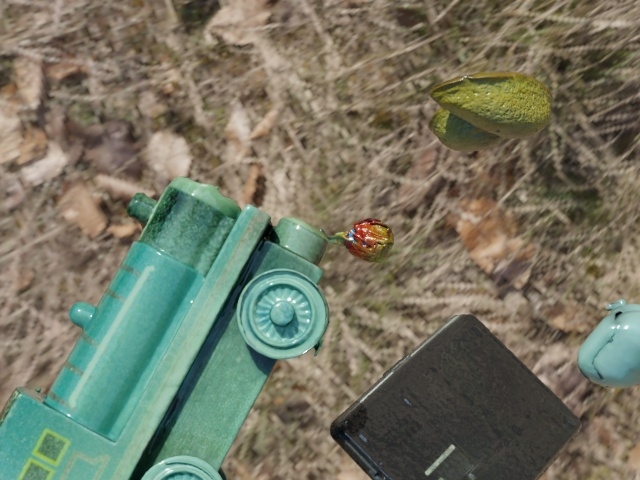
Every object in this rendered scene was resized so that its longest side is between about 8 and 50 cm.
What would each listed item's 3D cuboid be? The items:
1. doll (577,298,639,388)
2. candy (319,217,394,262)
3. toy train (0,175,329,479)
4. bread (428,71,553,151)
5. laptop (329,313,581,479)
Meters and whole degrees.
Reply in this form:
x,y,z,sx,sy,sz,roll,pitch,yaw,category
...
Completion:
x,y,z,sx,sy,sz,roll,pitch,yaw,category
0.240,0.099,0.888,0.158,0.159,0.059,27,114,-24,doll
0.000,0.000,1.782,0.201,0.060,0.060,1,116,-16,candy
-0.118,0.097,1.036,0.194,0.120,0.298,28,84,1,toy train
0.189,-0.142,1.598,0.149,0.187,0.065,-21,71,32,bread
0.118,0.156,1.139,0.154,0.207,0.026,46,135,9,laptop
